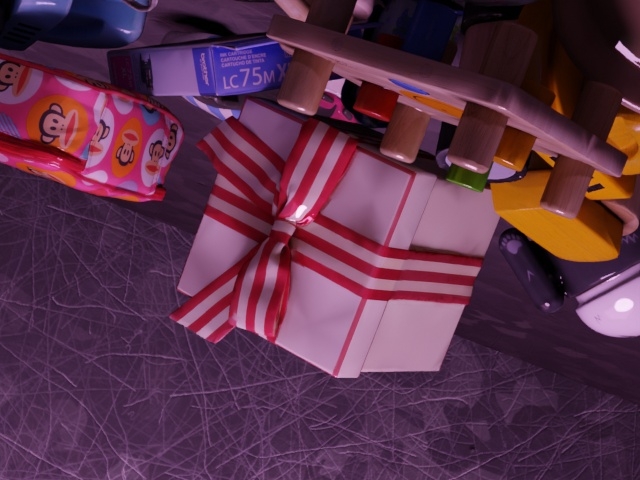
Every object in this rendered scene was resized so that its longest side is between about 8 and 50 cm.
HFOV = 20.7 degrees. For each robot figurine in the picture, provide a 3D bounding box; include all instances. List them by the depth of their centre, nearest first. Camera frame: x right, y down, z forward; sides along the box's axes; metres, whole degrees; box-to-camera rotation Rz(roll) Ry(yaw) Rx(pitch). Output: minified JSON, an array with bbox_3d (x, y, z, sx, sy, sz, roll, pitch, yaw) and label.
[{"bbox_3d":[0.334,-0.023,2.045,0.209,0.278,0.173,-31,174,29],"label":"robot figurine"}]

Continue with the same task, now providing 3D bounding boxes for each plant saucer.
[{"bbox_3d":[0.337,-0.194,1.500,0.278,0.041,0.278,15,147,10],"label":"plant saucer"}]

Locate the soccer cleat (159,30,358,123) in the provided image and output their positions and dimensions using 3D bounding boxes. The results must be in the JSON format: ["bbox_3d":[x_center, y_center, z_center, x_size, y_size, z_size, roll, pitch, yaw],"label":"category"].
[{"bbox_3d":[-0.079,-0.193,2.361,0.331,0.116,0.143,31,-179,-37],"label":"soccer cleat"}]

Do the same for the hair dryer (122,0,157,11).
[{"bbox_3d":[-0.185,-0.341,1.594,0.223,0.080,0.293,-21,121,25],"label":"hair dryer"}]

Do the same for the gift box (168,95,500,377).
[{"bbox_3d":[0.000,0.000,1.851,0.276,0.255,0.258,21,-172,30],"label":"gift box"}]

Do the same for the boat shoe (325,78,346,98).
[{"bbox_3d":[0.026,-0.204,2.246,0.125,0.038,0.046,15,128,-3],"label":"boat shoe"}]

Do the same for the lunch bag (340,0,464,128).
[{"bbox_3d":[0.085,-0.196,1.935,0.096,0.129,0.151,21,171,-7],"label":"lunch bag"}]

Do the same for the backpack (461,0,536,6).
[{"bbox_3d":[0.131,-0.270,1.499,0.115,0.152,0.182,18,-177,42],"label":"backpack"}]

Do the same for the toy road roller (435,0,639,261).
[{"bbox_3d":[0.285,-0.124,1.766,0.240,0.202,0.329,-2,156,37],"label":"toy road roller"}]

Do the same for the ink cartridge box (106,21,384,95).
[{"bbox_3d":[-0.084,-0.193,1.895,0.186,0.065,0.311,-12,-173,-30],"label":"ink cartridge box"}]

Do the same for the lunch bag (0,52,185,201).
[{"bbox_3d":[-0.310,-0.135,1.896,0.258,0.120,0.293,18,179,21],"label":"lunch bag"}]

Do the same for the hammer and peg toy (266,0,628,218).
[{"bbox_3d":[0.069,-0.141,1.561,0.361,0.127,0.266,21,-179,33],"label":"hammer and peg toy"}]

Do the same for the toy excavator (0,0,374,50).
[{"bbox_3d":[-0.207,-0.301,1.862,0.445,0.222,0.433,9,173,-21],"label":"toy excavator"}]
